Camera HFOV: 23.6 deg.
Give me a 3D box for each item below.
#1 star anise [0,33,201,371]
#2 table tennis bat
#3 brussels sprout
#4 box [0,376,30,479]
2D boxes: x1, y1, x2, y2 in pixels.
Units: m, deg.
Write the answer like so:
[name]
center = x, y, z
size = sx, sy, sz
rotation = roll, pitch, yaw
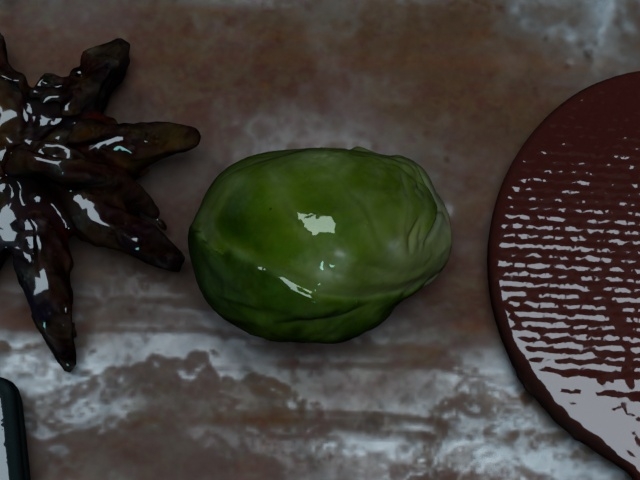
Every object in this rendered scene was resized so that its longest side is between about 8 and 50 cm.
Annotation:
[star anise]
center = -0.212, -0.042, 1.075
size = 0.272, 0.102, 0.272
rotation = 0, 74, 1
[table tennis bat]
center = 0.252, 0.069, 1.087
size = 0.268, 0.051, 0.414
rotation = 3, 72, 0
[brussels sprout]
center = -0.001, 0.001, 1.054
size = 0.183, 0.145, 0.131
rotation = 0, 100, 4
[box]
center = -0.310, 0.181, 1.031
size = 0.230, 0.050, 0.160
rotation = -8, 75, -4
